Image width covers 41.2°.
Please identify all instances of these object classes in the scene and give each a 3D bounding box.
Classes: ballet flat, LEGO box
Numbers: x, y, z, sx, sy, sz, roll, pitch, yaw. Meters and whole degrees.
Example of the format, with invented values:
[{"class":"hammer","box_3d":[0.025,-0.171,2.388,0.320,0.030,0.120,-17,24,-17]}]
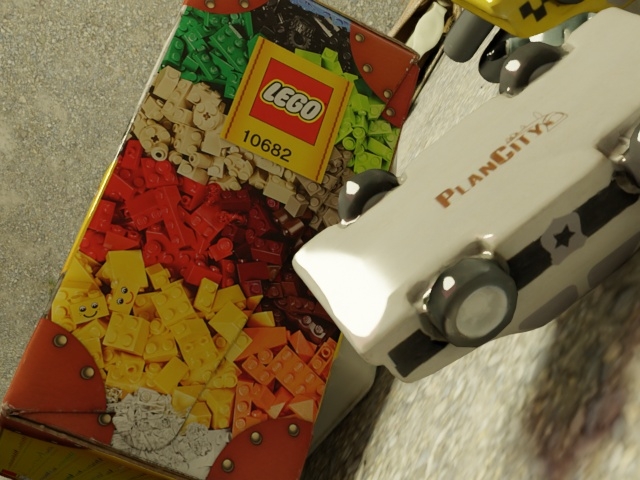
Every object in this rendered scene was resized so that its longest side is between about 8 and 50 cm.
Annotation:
[{"class":"ballet flat","box_3d":[0.112,-0.252,1.282,0.316,0.107,0.106,-61,13,0]},{"class":"LEGO box","box_3d":[-0.139,0.050,0.794,0.500,0.193,0.372,-40,29,61]}]

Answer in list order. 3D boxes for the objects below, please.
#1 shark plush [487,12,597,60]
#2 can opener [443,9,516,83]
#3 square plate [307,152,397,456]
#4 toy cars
[{"class":"shark plush","box_3d":[0.137,-0.111,0.550,0.161,0.067,0.073,-60,6,-2]},{"class":"can opener","box_3d":[0.188,-0.230,0.666,0.283,0.076,0.095,-55,7,44]},{"class":"square plate","box_3d":[-0.031,0.083,0.848,0.344,0.049,0.347,-53,18,41]},{"class":"toy cars","box_3d":[0.126,-0.089,0.424,0.176,0.087,0.394,-4,49,38]}]
